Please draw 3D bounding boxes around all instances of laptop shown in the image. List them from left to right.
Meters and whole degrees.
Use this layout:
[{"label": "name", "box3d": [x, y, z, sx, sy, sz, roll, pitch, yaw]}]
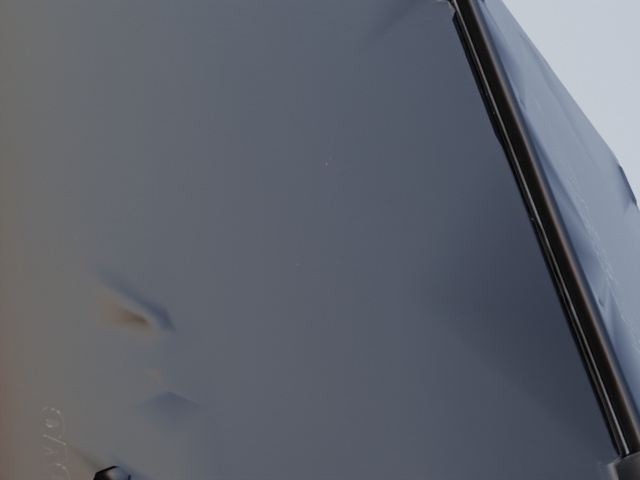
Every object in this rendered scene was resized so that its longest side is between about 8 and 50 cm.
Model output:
[{"label": "laptop", "box3d": [0.034, 0.052, 0.703, 0.408, 0.236, 0.382, 41, 28, -48]}]
